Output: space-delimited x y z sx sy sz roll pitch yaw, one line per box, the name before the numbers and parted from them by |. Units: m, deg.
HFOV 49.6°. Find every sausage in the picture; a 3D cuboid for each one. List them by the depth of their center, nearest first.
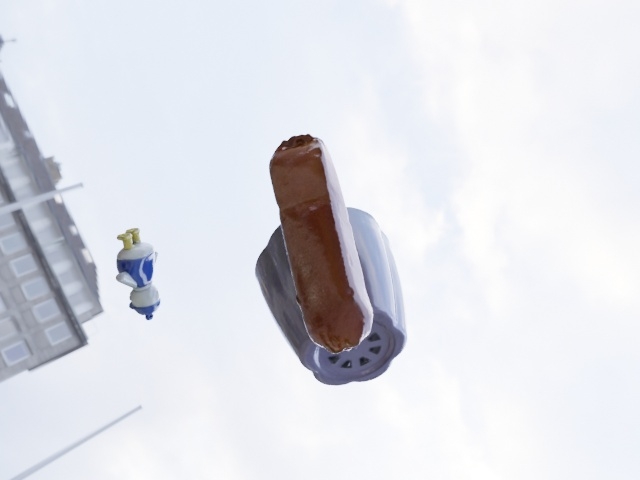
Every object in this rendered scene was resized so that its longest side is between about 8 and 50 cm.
sausage | -0.001 0.000 1.013 0.097 0.094 0.348 -18 -115 11

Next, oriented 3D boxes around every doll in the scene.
doll | -0.264 0.053 1.014 0.058 0.099 0.142 0 -67 20

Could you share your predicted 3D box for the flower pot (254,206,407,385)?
flower pot | 0.036 0.112 1.220 0.243 0.265 0.265 -112 -153 -49
